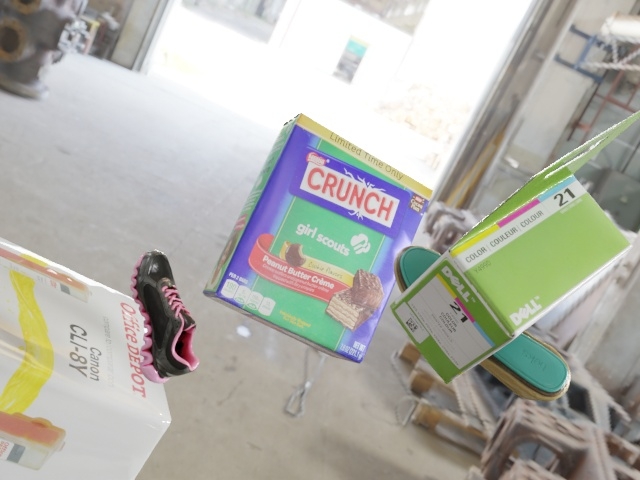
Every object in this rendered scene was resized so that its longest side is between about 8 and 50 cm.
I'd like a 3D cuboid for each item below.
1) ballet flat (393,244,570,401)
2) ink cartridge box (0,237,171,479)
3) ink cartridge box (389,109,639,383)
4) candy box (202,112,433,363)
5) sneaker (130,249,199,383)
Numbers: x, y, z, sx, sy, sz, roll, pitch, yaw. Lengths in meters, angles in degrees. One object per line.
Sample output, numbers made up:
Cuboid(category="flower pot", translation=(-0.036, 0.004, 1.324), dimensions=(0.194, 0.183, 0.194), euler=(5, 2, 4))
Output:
Cuboid(category="ballet flat", translation=(0.167, 0.099, 0.870), dimensions=(0.232, 0.080, 0.073), euler=(42, -19, 8))
Cuboid(category="ink cartridge box", translation=(-0.378, 0.116, 0.862), dimensions=(0.384, 0.160, 0.279), euler=(30, 11, -27))
Cuboid(category="ink cartridge box", translation=(0.201, 0.008, 0.700), dimensions=(0.188, 0.255, 0.097), euler=(-28, 76, -31))
Cuboid(category="candy box", translation=(0.000, 0.000, 1.271), dimensions=(0.268, 0.317, 0.122), euler=(27, -12, -18))
Cuboid(category="sneaker", translation=(-0.133, 0.066, 0.697), dimensions=(0.057, 0.119, 0.047), euler=(-11, -4, 34))
